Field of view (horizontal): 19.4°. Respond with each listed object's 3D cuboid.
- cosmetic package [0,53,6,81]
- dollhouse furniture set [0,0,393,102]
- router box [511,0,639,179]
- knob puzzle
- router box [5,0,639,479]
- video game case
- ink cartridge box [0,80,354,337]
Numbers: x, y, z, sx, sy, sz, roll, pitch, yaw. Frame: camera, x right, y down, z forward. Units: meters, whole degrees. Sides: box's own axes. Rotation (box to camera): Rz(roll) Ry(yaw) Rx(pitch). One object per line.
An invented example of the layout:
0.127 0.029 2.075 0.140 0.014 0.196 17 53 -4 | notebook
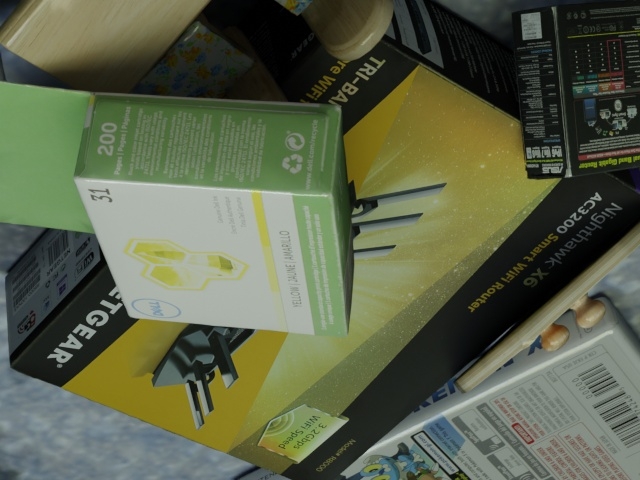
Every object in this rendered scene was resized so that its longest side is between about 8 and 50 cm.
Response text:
-0.277 -0.082 0.909 0.239 0.060 0.099 -26 142 -21 | cosmetic package
-0.038 -0.152 0.846 0.212 0.161 0.242 31 109 -40 | dollhouse furniture set
0.164 -0.085 1.020 0.122 0.038 0.092 -8 95 -35 | router box
0.153 0.038 1.113 0.030 0.213 0.213 49 117 5 | knob puzzle
0.000 0.000 1.099 0.243 0.081 0.309 26 124 -32 | router box
0.144 0.201 1.363 0.300 0.036 0.329 -28 134 15 | video game case
-0.103 -0.016 0.933 0.235 0.056 0.171 4 155 5 | ink cartridge box
